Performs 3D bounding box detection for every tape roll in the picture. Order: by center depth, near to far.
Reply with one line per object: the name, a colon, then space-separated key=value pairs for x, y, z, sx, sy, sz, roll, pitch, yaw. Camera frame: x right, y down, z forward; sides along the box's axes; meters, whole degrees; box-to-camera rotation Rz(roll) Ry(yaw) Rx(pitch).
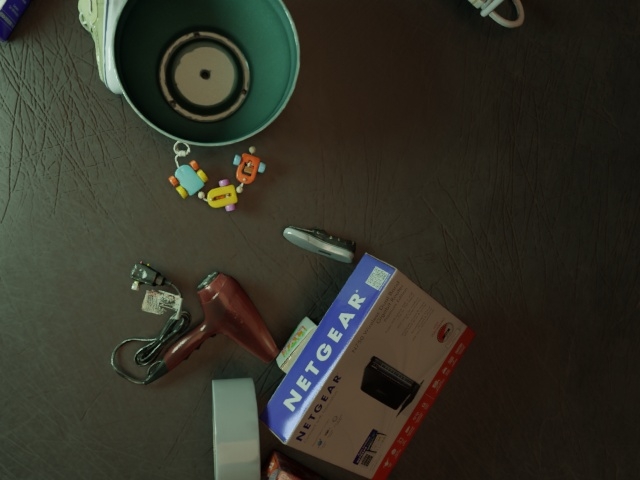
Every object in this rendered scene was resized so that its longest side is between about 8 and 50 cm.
tape roll: x=-0.147 y=0.347 z=1.224 sx=0.072 sy=0.219 sz=0.219 roll=-1 pitch=92 yaw=-10

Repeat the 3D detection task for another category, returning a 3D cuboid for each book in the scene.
book: x=-0.038 y=0.187 z=1.277 sx=0.035 sy=0.144 sz=0.096 roll=38 pitch=84 yaw=-6

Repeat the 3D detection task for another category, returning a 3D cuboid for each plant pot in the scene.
plant pot: x=-0.194 y=-0.296 z=1.209 sx=0.292 sy=0.196 sz=0.293 roll=0 pitch=91 yaw=-11

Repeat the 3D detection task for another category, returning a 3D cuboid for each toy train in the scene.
toy train: x=-0.189 y=-0.120 z=1.294 sx=0.166 sy=0.046 sz=0.125 roll=12 pitch=88 yaw=-14

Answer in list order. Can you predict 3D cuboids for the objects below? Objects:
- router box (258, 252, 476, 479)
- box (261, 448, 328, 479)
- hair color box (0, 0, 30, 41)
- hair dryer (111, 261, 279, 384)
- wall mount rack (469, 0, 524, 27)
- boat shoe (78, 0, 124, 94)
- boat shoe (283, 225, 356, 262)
router box: x=0.095 y=0.236 z=1.260 sx=0.301 sy=0.082 sz=0.336 roll=36 pitch=85 yaw=-43
box: x=-0.006 y=0.510 z=1.303 sx=0.256 sy=0.122 sz=0.128 roll=32 pitch=85 yaw=-10
hair color box: x=-0.531 y=-0.530 z=1.187 sx=0.185 sy=0.110 sz=0.339 roll=31 pitch=88 yaw=-9
hair dryer: x=-0.215 y=0.161 z=1.295 sx=0.293 sy=0.080 sz=0.224 roll=12 pitch=104 yaw=-5
wall mount rack: x=0.302 y=-0.582 z=1.335 sx=0.350 sy=0.130 sz=0.304 roll=39 pitch=53 yaw=-10
boat shoe: x=-0.366 y=-0.398 z=1.234 sx=0.094 sy=0.109 sz=0.303 roll=-3 pitch=83 yaw=5
boat shoe: x=0.000 y=0.000 z=1.333 sx=0.142 sy=0.049 sz=0.040 roll=22 pitch=69 yaw=-12
